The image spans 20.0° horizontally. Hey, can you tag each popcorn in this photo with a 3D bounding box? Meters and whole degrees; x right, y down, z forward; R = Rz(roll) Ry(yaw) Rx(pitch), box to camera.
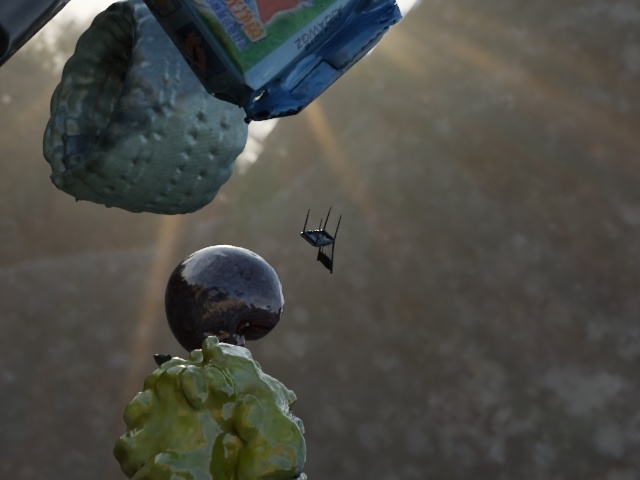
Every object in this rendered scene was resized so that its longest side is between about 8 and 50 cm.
[{"bbox_3d":[-0.088,0.163,1.480,0.173,0.173,0.142,38,10,-26],"label":"popcorn"}]

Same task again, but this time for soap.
[{"bbox_3d":[-0.074,-0.230,1.260,0.293,0.156,0.077,53,-21,-12],"label":"soap"}]

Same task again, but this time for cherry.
[{"bbox_3d":[-0.137,0.079,2.534,0.176,0.176,0.140,34,-22,33],"label":"cherry"}]

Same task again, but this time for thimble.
[{"bbox_3d":[-0.187,-0.139,2.007,0.171,0.250,0.205,17,27,-32],"label":"thimble"}]

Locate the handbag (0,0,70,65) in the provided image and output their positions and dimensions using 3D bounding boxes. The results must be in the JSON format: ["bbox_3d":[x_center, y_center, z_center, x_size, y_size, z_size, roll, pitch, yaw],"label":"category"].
[{"bbox_3d":[-0.443,-0.311,2.062,0.177,0.302,0.275,19,-39,30],"label":"handbag"}]

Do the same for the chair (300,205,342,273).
[{"bbox_3d":[-0.002,0.001,2.257,0.042,0.086,0.037,-11,34,-32],"label":"chair"}]
